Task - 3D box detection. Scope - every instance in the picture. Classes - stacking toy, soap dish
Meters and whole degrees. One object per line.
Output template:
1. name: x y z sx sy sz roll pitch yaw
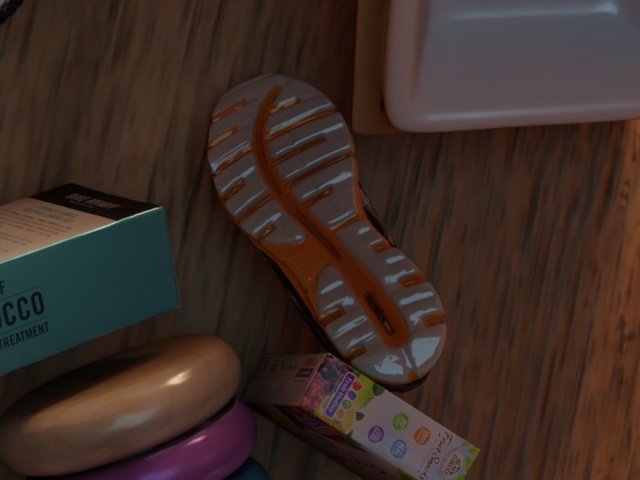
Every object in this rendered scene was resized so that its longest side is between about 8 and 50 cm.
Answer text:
1. stacking toy: -0.062 0.226 1.020 0.141 0.141 0.330 -21 98 -15
2. soap dish: 0.126 -0.208 1.038 0.229 0.118 0.291 -5 119 -14

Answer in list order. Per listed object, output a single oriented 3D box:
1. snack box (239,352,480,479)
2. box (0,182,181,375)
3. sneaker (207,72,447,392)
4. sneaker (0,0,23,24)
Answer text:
1. snack box: 0.018 0.102 1.033 0.100 0.141 0.037 32 79 -11
2. box: -0.202 0.037 0.958 0.244 0.100 0.060 -21 111 -34
3. sneaker: 0.000 0.000 1.059 0.084 0.083 0.215 -26 69 -4
4. sneaker: -0.205 -0.136 1.034 0.058 0.052 0.135 42 78 -5
